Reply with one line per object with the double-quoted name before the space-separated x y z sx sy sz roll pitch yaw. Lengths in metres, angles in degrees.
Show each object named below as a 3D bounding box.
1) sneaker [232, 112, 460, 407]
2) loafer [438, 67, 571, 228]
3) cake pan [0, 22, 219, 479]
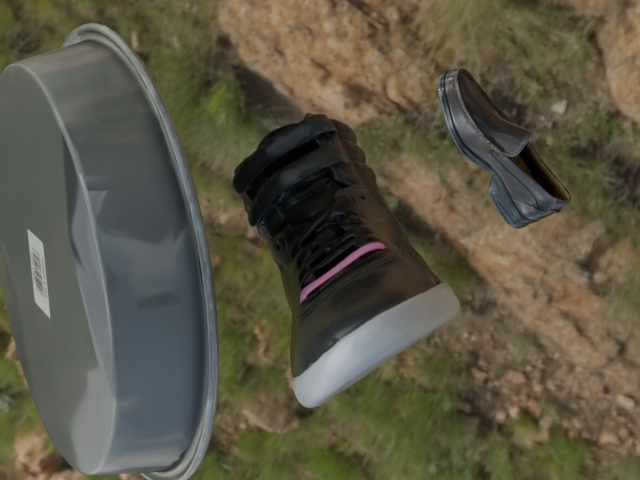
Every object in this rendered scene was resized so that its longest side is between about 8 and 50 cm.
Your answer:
"sneaker" 0.000 0.000 0.623 0.104 0.296 0.147 -31 93 5
"loafer" 0.169 -0.091 0.956 0.061 0.062 0.170 -19 117 42
"cake pan" -0.148 0.015 0.649 0.293 0.054 0.293 30 125 55
